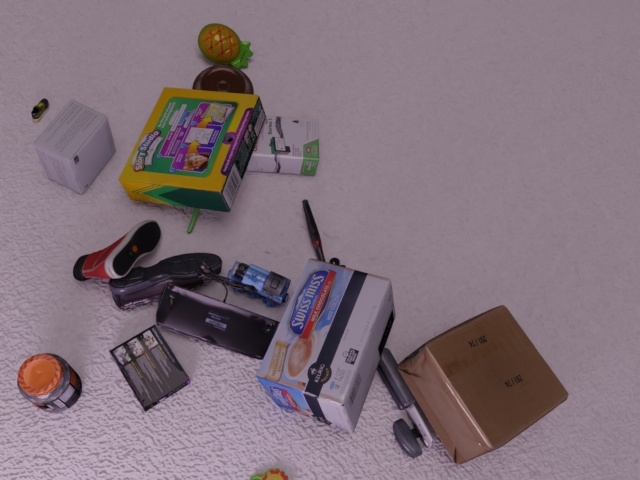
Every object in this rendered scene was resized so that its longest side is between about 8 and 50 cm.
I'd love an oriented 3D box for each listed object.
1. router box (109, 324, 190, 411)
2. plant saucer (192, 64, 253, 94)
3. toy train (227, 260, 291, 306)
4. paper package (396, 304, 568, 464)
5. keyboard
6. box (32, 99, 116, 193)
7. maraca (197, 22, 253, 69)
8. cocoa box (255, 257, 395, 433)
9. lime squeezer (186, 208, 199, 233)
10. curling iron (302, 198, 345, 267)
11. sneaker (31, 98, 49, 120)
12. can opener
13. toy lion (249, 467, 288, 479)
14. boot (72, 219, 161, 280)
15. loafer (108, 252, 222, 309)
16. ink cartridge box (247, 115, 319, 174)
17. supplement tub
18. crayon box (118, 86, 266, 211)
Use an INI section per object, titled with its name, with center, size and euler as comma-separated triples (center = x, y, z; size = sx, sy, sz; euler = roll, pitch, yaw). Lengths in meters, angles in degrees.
[router box]
center = -0.437, 0.325, 1.545
size = 0.133, 0.046, 0.178
euler = -30, 73, -22
[plant saucer]
center = -0.315, -0.493, 1.949
size = 0.199, 0.036, 0.198
euler = 2, 72, -8
[toy train]
center = -0.170, 0.116, 1.657
size = 0.184, 0.105, 0.080
euler = 25, 63, 2
[paper package]
center = 0.422, 0.366, 1.574
size = 0.325, 0.168, 0.309
euler = -21, 69, -32
[keyboard]
center = -0.262, 0.180, 1.595
size = 0.317, 0.033, 0.201
euler = 21, 96, -9
[box]
center = -0.690, -0.263, 1.705
size = 0.119, 0.181, 0.181
euler = 26, 63, 2
[maraca]
center = -0.316, -0.644, 2.000
size = 0.186, 0.099, 0.127
euler = 25, 93, -17
[cocoa box]
center = 0.026, 0.262, 1.526
size = 0.228, 0.231, 0.347
euler = 14, 61, 19
[lime squeezer]
center = -0.385, -0.175, 1.787
size = 0.110, 0.059, 0.310
euler = -15, 69, -16
[curling iron]
center = 0.000, 0.000, 1.782
size = 0.068, 0.035, 0.273
euler = -16, 69, -21
[sneaker]
center = -0.850, -0.401, 1.825
size = 0.031, 0.035, 0.083
euler = 14, 63, -4
[can opener]
center = 0.204, 0.429, 1.591
size = 0.095, 0.076, 0.283
euler = -23, 70, -20
[toy lion]
center = -0.129, 0.604, 1.476
size = 0.100, 0.034, 0.096
euler = 20, 56, 0
[boot]
center = -0.561, 0.025, 1.649
size = 0.176, 0.088, 0.244
euler = -8, 27, 27
[loafer]
center = -0.416, 0.111, 1.641
size = 0.303, 0.095, 0.109
euler = -13, 37, -20
[ink cartridge box]
center = -0.119, -0.297, 1.870
size = 0.220, 0.092, 0.160
euler = 3, 64, -9
[supplement tub]
center = -0.641, 0.336, 1.423
size = 0.117, 0.190, 0.116
euler = 4, 64, -8
[crayon box]
center = -0.363, -0.271, 1.744
size = 0.313, 0.106, 0.362
euler = 7, 60, 15
